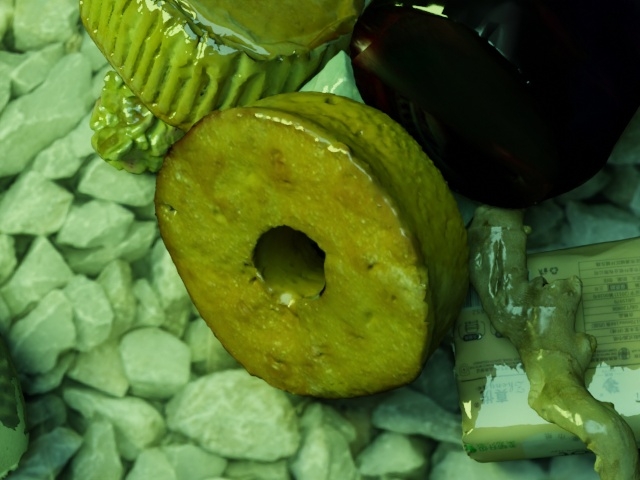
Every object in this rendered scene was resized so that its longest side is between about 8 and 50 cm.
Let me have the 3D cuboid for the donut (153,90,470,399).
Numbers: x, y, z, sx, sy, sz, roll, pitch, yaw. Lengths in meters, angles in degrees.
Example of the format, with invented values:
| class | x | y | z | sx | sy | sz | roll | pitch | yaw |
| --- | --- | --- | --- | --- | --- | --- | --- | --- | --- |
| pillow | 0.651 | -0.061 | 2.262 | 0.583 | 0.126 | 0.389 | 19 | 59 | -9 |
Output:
| class | x | y | z | sx | sy | sz | roll | pitch | yaw |
| --- | --- | --- | --- | --- | --- | --- | --- | --- | --- |
| donut | 0.000 | 0.000 | 1.472 | 0.303 | 0.303 | 0.110 | 37 | 48 | 20 |

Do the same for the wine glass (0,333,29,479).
| class | x | y | z | sx | sy | sz | roll | pitch | yaw |
| --- | --- | --- | --- | --- | --- | --- | --- | --- | --- |
| wine glass | -0.388 | 0.071 | 1.577 | 0.190 | 0.190 | 0.357 | -22 | 65 | 5 |

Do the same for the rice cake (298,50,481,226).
| class | x | y | z | sx | sy | sz | roll | pitch | yaw |
| --- | --- | --- | --- | --- | --- | --- | --- | --- | --- |
| rice cake | 0.065 | -0.076 | 1.532 | 0.069 | 0.063 | 0.206 | -37 | 110 | 21 |

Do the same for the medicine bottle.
| class | x | y | z | sx | sy | sz | roll | pitch | yaw |
| --- | --- | --- | --- | --- | --- | --- | --- | --- | --- |
| medicine bottle | 0.216 | -0.226 | 1.477 | 0.242 | 0.242 | 0.395 | 30 | 57 | 19 |

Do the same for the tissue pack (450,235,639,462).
| class | x | y | z | sx | sy | sz | roll | pitch | yaw |
| --- | --- | --- | --- | --- | --- | --- | --- | --- | --- |
| tissue pack | 0.226 | 0.093 | 1.479 | 0.222 | 0.090 | 0.186 | -8 | 69 | 9 |

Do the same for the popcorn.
| class | x | y | z | sx | sy | sz | roll | pitch | yaw |
| --- | --- | --- | --- | --- | --- | --- | --- | --- | --- |
| popcorn | -0.168 | -0.116 | 1.638 | 0.109 | 0.089 | 0.097 | -43 | 80 | -6 |

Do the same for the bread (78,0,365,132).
| class | x | y | z | sx | sy | sz | roll | pitch | yaw |
| --- | --- | --- | --- | --- | --- | --- | --- | --- | --- |
| bread | -0.091 | -0.216 | 1.590 | 0.227 | 0.142 | 0.253 | -30 | 72 | -41 |

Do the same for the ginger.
| class | x | y | z | sx | sy | sz | roll | pitch | yaw |
| --- | --- | --- | --- | --- | --- | --- | --- | --- | --- |
| ginger | 0.193 | 0.086 | 1.405 | 0.089 | 0.075 | 0.288 | -25 | 60 | -5 |
